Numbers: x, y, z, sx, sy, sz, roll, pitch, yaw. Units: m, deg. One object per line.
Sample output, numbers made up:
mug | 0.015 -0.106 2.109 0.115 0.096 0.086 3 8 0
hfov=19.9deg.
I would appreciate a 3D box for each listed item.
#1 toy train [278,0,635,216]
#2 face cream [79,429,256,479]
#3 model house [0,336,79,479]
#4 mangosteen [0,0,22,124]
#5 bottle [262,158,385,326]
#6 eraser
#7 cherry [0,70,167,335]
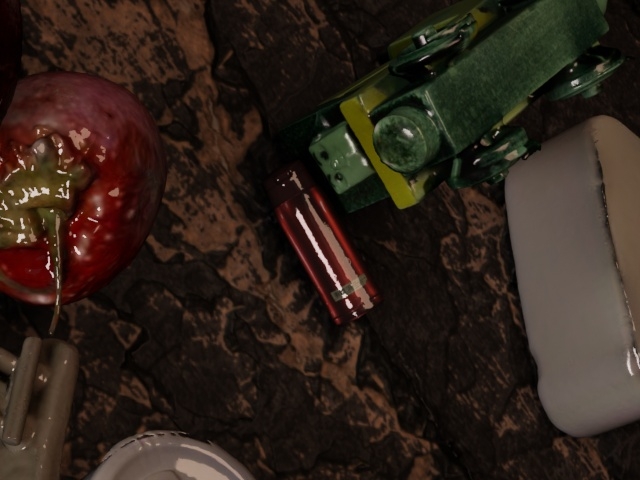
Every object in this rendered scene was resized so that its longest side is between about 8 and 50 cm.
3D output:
toy train | 0.135 -0.153 1.818 0.397 0.253 0.160 -39 104 -46
face cream | -0.136 0.257 1.426 0.177 0.153 0.177 19 51 -25
model house | -0.299 0.155 1.369 0.188 0.122 0.229 27 57 -28
mangosteen | -0.362 -0.163 1.349 0.297 0.297 0.293 45 47 -17
bottle | 0.000 0.000 1.763 0.060 0.060 0.164 -29 90 -46
eraser | 0.332 0.068 1.968 0.331 0.150 0.331 23 54 -35
cherry | -0.210 -0.048 1.513 0.249 0.175 0.192 -35 119 -62
